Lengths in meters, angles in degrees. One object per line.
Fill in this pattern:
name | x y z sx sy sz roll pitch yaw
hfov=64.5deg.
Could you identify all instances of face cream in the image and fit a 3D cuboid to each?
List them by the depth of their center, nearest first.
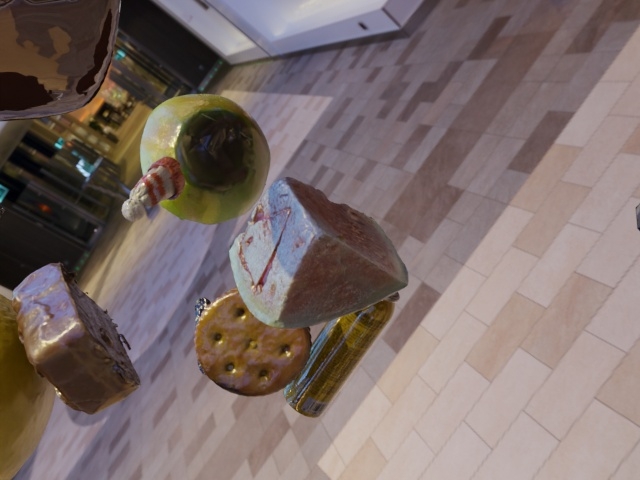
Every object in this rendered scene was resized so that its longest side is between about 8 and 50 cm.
face cream | 0.051 0.197 1.022 0.349 0.105 0.105 -58 24 18

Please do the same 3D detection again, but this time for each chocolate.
chocolate | -0.334 0.134 0.686 0.093 0.148 0.214 -37 38 -13

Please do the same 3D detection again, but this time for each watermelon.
watermelon | 0.000 0.000 0.755 0.261 0.201 0.213 -13 38 -14

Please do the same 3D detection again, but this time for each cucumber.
cucumber | -0.254 0.212 1.118 0.053 0.053 0.181 -38 46 33

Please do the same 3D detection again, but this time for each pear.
pear | -0.302 -0.248 1.420 0.165 0.399 0.399 -16 45 62

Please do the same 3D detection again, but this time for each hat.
hat | -0.383 -0.107 1.133 0.112 0.093 0.162 -32 12 48

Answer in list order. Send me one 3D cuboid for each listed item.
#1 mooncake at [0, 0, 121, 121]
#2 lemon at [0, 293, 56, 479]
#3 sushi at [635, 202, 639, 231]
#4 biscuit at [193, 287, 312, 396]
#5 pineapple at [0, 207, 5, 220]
mooncake | -0.303 -0.269 0.439 0.334 0.174 0.326 24 119 48
lemon | -0.551 0.217 0.713 0.348 0.348 0.348 -40 30 29
sushi | 0.535 -0.073 0.705 0.134 0.109 0.273 -34 10 43
biscuit | -0.123 0.189 0.948 0.220 0.220 0.066 -54 5 4
pineapple | -0.807 -0.059 1.106 0.083 0.221 0.103 53 124 18
